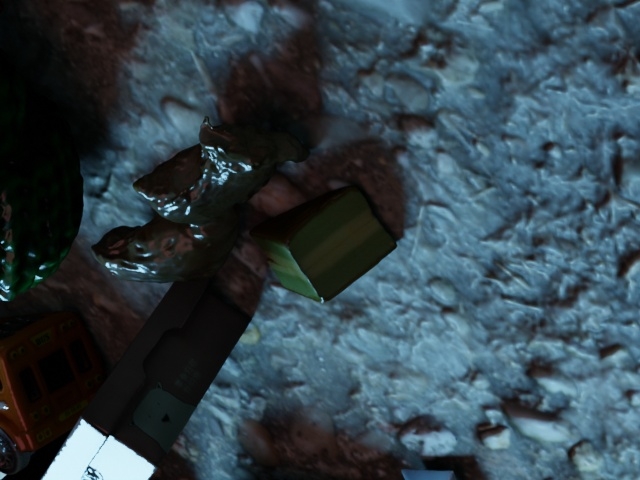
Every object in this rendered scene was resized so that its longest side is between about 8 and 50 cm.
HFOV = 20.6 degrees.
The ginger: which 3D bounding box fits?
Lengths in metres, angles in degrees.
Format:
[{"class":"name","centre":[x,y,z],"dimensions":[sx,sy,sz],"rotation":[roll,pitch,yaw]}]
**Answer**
[{"class":"ginger","centre":[-0.118,-0.024,1.586],"dimensions":[0.290,0.122,0.084],"rotation":[-42,56,51]}]

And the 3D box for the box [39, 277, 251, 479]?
[{"class":"box","centre":[-0.176,0.164,1.699],"dimensions":[0.086,0.215,0.215],"rotation":[34,138,-3]}]

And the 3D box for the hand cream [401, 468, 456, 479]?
[{"class":"hand cream","centre":[0.129,0.289,1.672],"dimensions":[0.065,0.043,0.171],"rotation":[-5,116,42]}]

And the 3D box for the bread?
[{"class":"bread","centre":[-0.002,0.000,1.573],"dimensions":[0.074,0.084,0.139],"rotation":[55,169,-11]}]

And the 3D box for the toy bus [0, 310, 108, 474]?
[{"class":"toy bus","centre":[-0.381,0.164,1.928],"dimensions":[0.329,0.143,0.153],"rotation":[-9,106,44]}]

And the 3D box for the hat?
[{"class":"hat","centre":[-0.354,-0.123,1.616],"dimensions":[0.274,0.242,0.332],"rotation":[11,117,17]}]

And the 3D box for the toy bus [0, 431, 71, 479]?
[{"class":"toy bus","centre":[-0.320,0.368,1.898],"dimensions":[0.194,0.323,0.162],"rotation":[38,139,13]}]
